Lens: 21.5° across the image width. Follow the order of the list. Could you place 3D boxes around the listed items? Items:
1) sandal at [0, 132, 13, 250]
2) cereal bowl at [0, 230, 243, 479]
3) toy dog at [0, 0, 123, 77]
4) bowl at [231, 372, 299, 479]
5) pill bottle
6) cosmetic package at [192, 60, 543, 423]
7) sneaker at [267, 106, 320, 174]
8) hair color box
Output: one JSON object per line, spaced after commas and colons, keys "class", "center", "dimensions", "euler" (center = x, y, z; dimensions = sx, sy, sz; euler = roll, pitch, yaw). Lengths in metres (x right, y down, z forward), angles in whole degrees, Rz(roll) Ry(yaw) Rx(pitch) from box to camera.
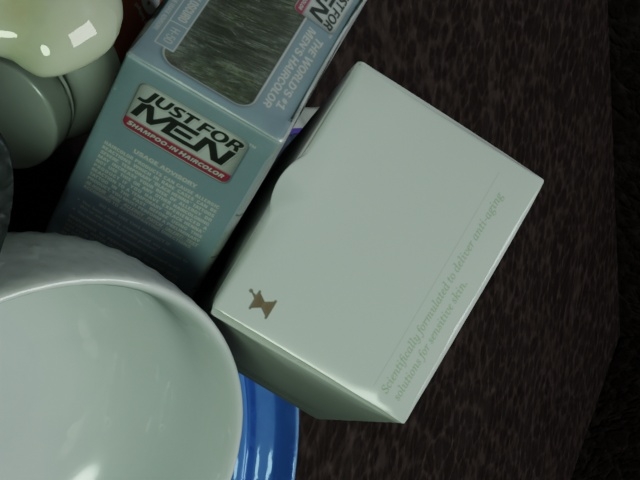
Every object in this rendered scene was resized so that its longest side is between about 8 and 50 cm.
{"class": "sandal", "center": [-0.334, 0.001, 0.768], "dimensions": [0.446, 0.107, 0.167], "euler": [-6, 117, -56]}
{"class": "cereal bowl", "center": [-0.222, 0.134, 1.072], "dimensions": [0.339, 0.141, 0.339], "euler": [-24, 134, -27]}
{"class": "toy dog", "center": [-0.177, -0.295, 0.742], "dimensions": [0.408, 0.284, 0.395], "euler": [136, -45, -59]}
{"class": "bowl", "center": [-0.128, 0.229, 1.529], "dimensions": [0.391, 0.077, 0.391], "euler": [7, 90, -69]}
{"class": "pill bottle", "center": [-0.179, -0.149, 1.205], "dimensions": [0.216, 0.121, 0.121], "euler": [-60, 149, -45]}
{"class": "cosmetic package", "center": [0.010, 0.017, 1.245], "dimensions": [0.197, 0.155, 0.365], "euler": [-59, -175, -8]}
{"class": "sneaker", "center": [0.000, 0.000, 1.583], "dimensions": [0.236, 0.130, 0.323], "euler": [71, 17, 6]}
{"class": "hair color box", "center": [-0.107, -0.039, 1.190], "dimensions": [0.374, 0.113, 0.185], "euler": [-55, -174, 47]}
